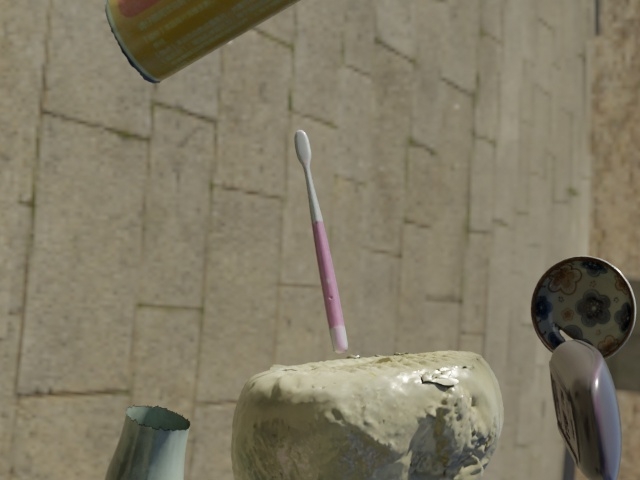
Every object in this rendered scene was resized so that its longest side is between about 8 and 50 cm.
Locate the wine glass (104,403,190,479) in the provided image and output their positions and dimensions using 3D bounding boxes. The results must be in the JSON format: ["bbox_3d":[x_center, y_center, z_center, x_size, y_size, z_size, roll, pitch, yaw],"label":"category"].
[{"bbox_3d":[-0.208,0.296,1.559,0.093,0.093,0.202,-7,111,-63],"label":"wine glass"}]

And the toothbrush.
[{"bbox_3d":[0.000,0.000,1.649,0.025,0.020,0.286,71,8,-74],"label":"toothbrush"}]

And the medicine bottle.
[{"bbox_3d":[0.011,-0.274,1.165,0.108,0.426,0.108,54,17,-25],"label":"medicine bottle"}]

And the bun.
[{"bbox_3d":[0.064,0.248,1.658,0.360,0.360,0.211,2,83,-63],"label":"bun"}]

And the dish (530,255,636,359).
[{"bbox_3d":[0.356,0.092,1.778,0.078,0.141,0.141,7,86,-62],"label":"dish"}]

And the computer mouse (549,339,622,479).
[{"bbox_3d":[0.272,0.170,1.362,0.232,0.057,0.120,-59,141,-84],"label":"computer mouse"}]
